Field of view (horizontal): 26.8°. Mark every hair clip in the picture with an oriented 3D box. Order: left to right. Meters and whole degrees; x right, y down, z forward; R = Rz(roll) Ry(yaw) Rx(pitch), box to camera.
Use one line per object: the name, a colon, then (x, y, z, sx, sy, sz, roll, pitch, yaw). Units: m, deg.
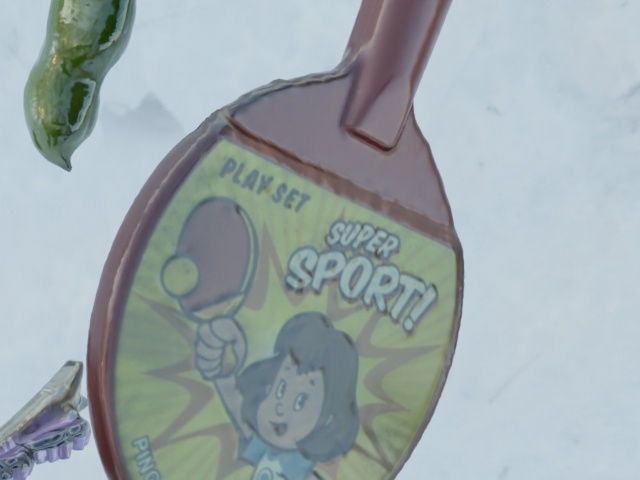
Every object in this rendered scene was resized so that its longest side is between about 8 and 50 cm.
hair clip: (-0.324, 0.210, 1.432, 0.106, 0.292, 0.084, 6, 108, 23)

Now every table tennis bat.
table tennis bat: (0.000, 0.000, 0.821, 0.268, 0.051, 0.414, 25, 83, -39)

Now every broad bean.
broad bean: (-0.184, -0.203, 1.040, 0.098, 0.056, 0.318, 13, 110, 18)
